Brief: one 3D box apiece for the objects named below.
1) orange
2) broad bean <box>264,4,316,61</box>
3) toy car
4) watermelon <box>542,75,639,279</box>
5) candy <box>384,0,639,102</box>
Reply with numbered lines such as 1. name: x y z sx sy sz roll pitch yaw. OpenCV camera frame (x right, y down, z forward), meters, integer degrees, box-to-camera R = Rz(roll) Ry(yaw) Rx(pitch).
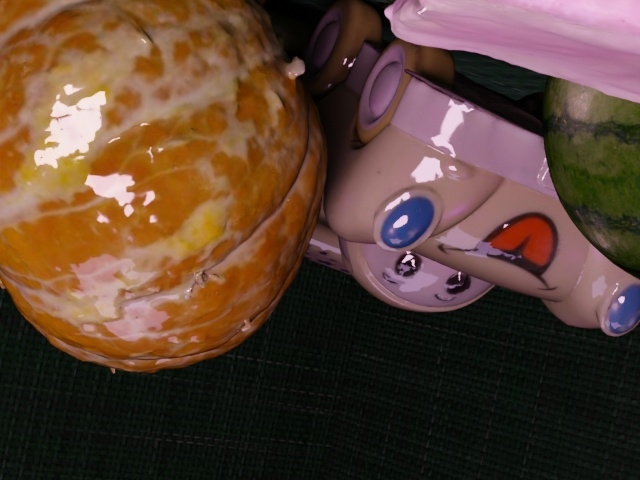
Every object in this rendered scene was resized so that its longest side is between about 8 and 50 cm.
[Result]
1. orange: -0.130 -0.071 1.034 0.249 0.329 0.329 -29 179 -1
2. broad bean: -0.074 -0.180 1.369 0.153 0.072 0.207 16 -172 -36
3. toy car: 0.088 -0.030 1.175 0.242 0.226 0.336 21 -168 -22
4. watermelon: 0.208 -0.064 0.849 0.188 0.188 0.215 13 178 -28
5. candy: 0.169 -0.118 0.660 0.265 0.115 0.155 14 -179 -6
